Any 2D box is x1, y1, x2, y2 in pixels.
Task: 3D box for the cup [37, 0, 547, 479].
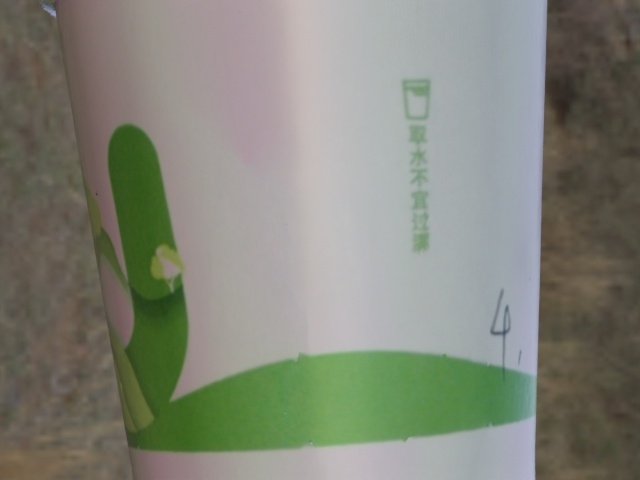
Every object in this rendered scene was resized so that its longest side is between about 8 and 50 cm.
[{"bbox_3d":[0.000,0.000,0.774,0.253,0.253,0.274,0,85,-78],"label":"cup"}]
